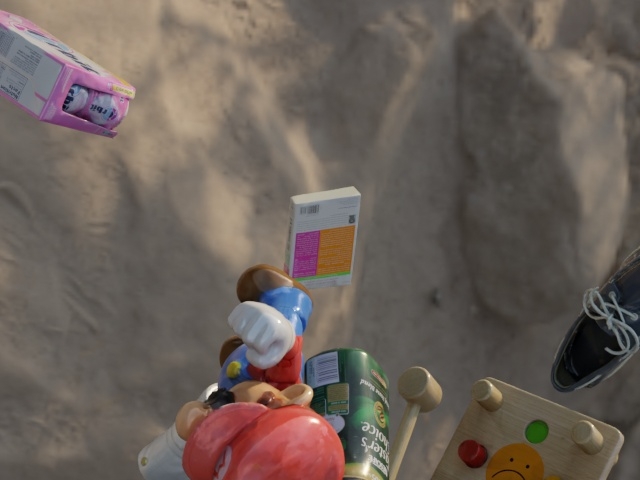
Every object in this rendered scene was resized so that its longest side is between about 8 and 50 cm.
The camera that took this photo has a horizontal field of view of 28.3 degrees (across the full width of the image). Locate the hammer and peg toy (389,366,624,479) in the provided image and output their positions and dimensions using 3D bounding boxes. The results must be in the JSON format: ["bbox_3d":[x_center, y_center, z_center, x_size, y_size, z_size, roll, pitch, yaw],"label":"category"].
[{"bbox_3d":[0.255,0.350,1.951,0.127,0.361,0.266,43,71,-48],"label":"hammer and peg toy"}]

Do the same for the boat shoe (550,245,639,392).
[{"bbox_3d":[0.360,0.097,1.551,0.079,0.095,0.254,-25,158,-41],"label":"boat shoe"}]

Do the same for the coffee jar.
[{"bbox_3d":[0.026,0.207,1.268,0.096,0.079,0.184,52,31,-47],"label":"coffee jar"}]

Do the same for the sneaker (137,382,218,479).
[{"bbox_3d":[-0.087,0.266,1.556,0.292,0.169,0.108,24,36,-43],"label":"sneaker"}]

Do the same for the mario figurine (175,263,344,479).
[{"bbox_3d":[-0.078,0.136,1.171,0.320,0.170,0.198,-94,162,-68],"label":"mario figurine"}]

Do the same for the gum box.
[{"bbox_3d":[-0.284,-0.172,1.272,0.107,0.188,0.062,11,109,-59],"label":"gum box"}]

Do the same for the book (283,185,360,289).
[{"bbox_3d":[0.000,0.000,1.725,0.096,0.035,0.144,-9,127,-23],"label":"book"}]
